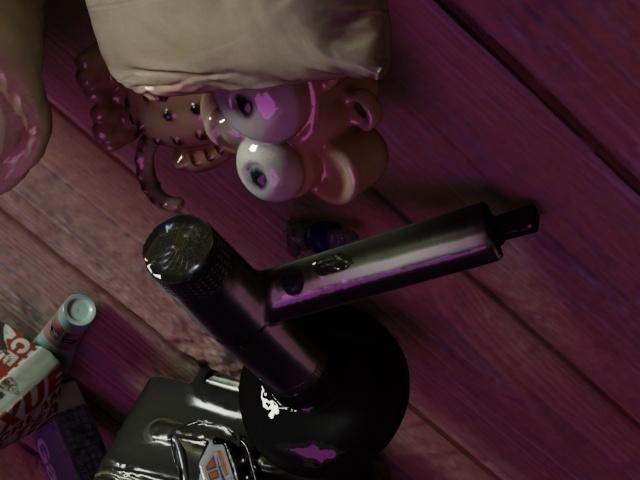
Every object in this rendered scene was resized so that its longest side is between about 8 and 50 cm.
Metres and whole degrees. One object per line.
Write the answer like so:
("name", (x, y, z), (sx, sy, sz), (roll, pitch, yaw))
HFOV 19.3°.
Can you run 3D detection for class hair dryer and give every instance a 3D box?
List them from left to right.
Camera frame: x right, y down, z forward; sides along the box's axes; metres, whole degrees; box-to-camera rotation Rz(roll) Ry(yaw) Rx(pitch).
("hair dryer", (0.036, 0.074, 1.504), (0.284, 0.156, 0.320), (2, 155, 14))

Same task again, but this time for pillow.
("pillow", (-0.068, -0.180, 1.239), (0.270, 0.067, 0.173), (-2, 102, 46))

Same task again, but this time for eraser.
("eraser", (-0.257, 0.266, 2.054), (0.212, 0.046, 0.092), (66, 150, 11))

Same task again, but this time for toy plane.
("toy plane", (-0.084, 0.252, 1.714), (0.078, 0.197, 0.053), (-18, 145, 3))

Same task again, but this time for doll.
("doll", (-0.067, -0.098, 1.392), (0.278, 0.119, 0.154), (-3, 115, 44))

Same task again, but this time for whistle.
("whistle", (0.000, 0.000, 1.570), (0.083, 0.029, 0.033), (2, 109, 44))

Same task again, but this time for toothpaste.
("toothpaste", (-0.268, 0.101, 1.944), (0.056, 0.036, 0.205), (34, 154, -4))

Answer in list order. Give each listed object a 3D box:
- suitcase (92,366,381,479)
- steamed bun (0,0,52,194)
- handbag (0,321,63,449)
("suitcase", (-0.058, 0.322, 1.950), (0.283, 0.194, 0.434), (12, 144, 26))
("steamed bun", (-0.337, -0.165, 1.453), (0.280, 0.207, 0.268), (-15, 134, 15))
("handbag", (-0.404, 0.185, 2.000), (0.298, 0.171, 0.151), (-2, 121, 50))
